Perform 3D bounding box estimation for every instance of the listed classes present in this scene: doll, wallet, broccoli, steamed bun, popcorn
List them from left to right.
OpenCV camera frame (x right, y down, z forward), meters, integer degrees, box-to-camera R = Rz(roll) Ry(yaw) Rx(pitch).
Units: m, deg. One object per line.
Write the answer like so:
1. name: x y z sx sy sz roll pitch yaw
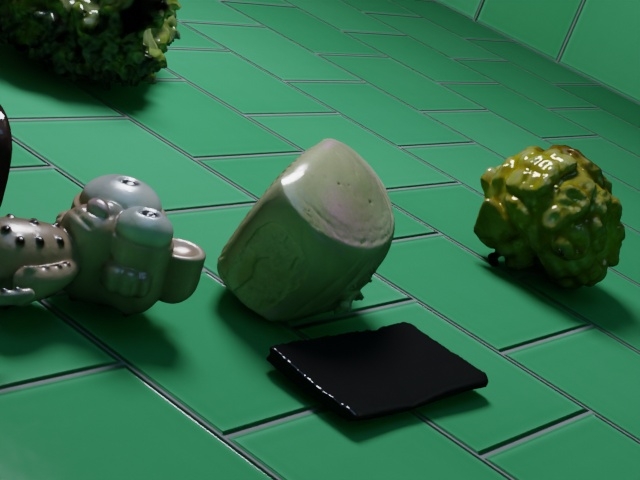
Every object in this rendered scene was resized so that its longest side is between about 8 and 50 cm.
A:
1. doll: -0.238 0.013 1.349 0.278 0.119 0.154 -9 33 -46
2. broccoli: -0.300 -0.367 2.027 0.293 0.281 0.348 32 31 32
3. steamed bun: 0.000 0.000 1.565 0.152 0.170 0.239 42 24 3
4. wallet: 0.061 0.132 1.470 0.124 0.025 0.244 33 21 30
5. popcorn: 0.301 -0.027 1.942 0.189 0.218 0.169 15 59 32

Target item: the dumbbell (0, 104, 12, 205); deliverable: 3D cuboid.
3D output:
1. dumbbell: -0.415 -0.083 1.380 0.225 0.140 0.124 6 15 -34
